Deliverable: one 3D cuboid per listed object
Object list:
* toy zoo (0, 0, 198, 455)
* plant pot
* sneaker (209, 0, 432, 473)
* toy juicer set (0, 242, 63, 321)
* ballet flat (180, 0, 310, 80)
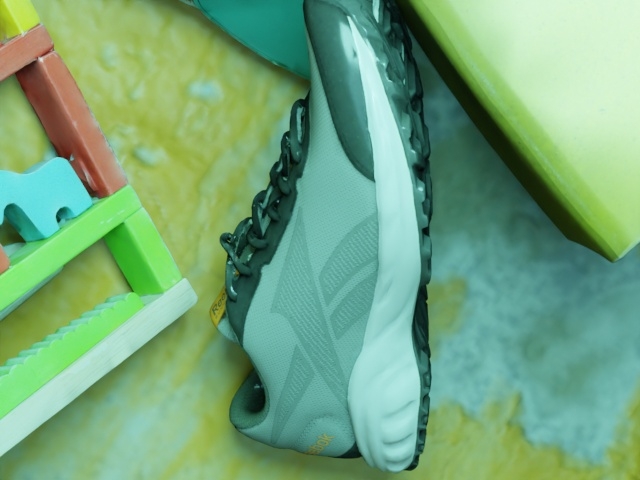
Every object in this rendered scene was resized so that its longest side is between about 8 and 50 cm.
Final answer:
[{"bbox_3d":[-0.195,-0.045,0.886,0.192,0.030,0.293,-38,107,-36],"label":"toy zoo"},{"bbox_3d":[0.129,-0.135,0.887,0.187,0.212,0.212,44,93,0],"label":"plant pot"},{"bbox_3d":[0.000,0.000,0.911,0.108,0.100,0.271,2,125,2],"label":"sneaker"},{"bbox_3d":[-0.302,0.029,0.892,0.329,0.089,0.209,29,95,-23],"label":"toy juicer set"},{"bbox_3d":[-0.054,-0.151,0.915,0.241,0.091,0.077,26,64,-17],"label":"ballet flat"}]
